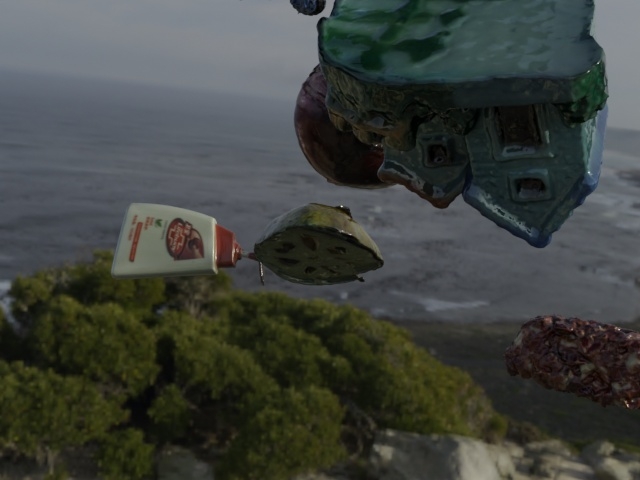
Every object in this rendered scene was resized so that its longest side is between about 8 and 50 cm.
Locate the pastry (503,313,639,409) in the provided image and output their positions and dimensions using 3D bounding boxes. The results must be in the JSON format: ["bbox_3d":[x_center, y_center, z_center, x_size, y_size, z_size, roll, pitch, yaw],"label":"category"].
[{"bbox_3d":[0.339,0.149,1.167,0.208,0.097,0.115,12,5,40],"label":"pastry"}]

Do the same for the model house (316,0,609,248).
[{"bbox_3d":[0.173,-0.115,1.027,0.295,0.329,0.251,-1,46,19],"label":"model house"}]

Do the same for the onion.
[{"bbox_3d":[0.107,-0.240,1.813,0.314,0.314,0.232,3,22,-21],"label":"onion"}]

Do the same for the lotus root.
[{"bbox_3d":[-0.002,-0.002,1.383,0.183,0.078,0.203,-9,-30,28],"label":"lotus root"}]

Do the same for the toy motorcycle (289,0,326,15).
[{"bbox_3d":[-0.074,-0.389,1.272,0.205,0.076,0.114,27,-35,-9],"label":"toy motorcycle"}]

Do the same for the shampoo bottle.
[{"bbox_3d":[-0.237,0.018,1.712,0.284,0.153,0.071,8,-15,7],"label":"shampoo bottle"}]
